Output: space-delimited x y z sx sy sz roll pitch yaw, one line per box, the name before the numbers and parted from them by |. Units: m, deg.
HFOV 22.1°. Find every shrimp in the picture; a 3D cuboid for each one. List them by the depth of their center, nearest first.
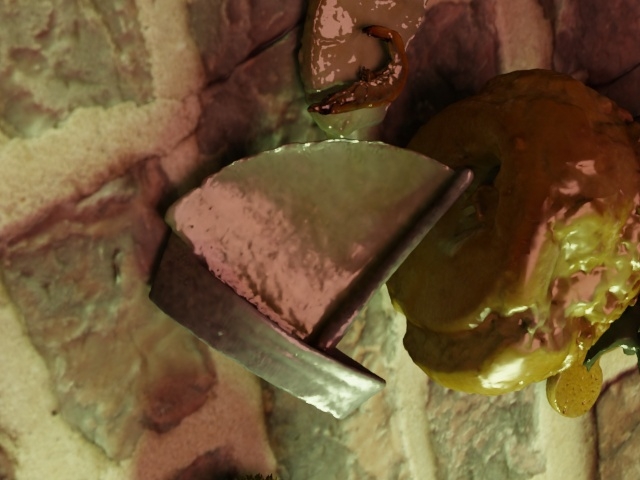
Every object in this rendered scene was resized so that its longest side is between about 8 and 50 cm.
shrimp | 0.037 -0.167 1.656 0.127 0.025 0.091 -28 126 -27

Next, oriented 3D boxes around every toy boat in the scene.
toy boat | -0.028 0.018 1.650 0.276 0.111 0.293 18 100 -10

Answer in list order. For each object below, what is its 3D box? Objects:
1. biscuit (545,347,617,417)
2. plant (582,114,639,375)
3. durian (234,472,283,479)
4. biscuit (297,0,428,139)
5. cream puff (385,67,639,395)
biscuit | 0.319 0.106 2.027 0.158 0.035 0.240 -7 112 -33
plant | 0.388 0.012 1.872 0.213 0.215 0.312 -6 86 -51
durian | -0.064 0.333 1.757 0.159 0.146 0.198 -45 133 -16
biscuit | 0.050 -0.239 1.676 0.141 0.038 0.290 20 96 -40
cream puff | 0.222 -0.003 1.712 0.231 0.327 0.343 13 66 -33
